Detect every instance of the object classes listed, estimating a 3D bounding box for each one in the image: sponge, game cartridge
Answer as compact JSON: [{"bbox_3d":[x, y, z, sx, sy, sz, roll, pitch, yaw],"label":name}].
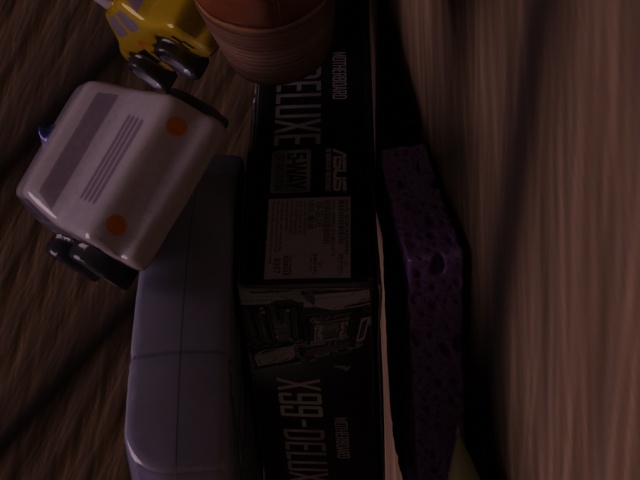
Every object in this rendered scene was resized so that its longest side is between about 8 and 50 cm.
[{"bbox_3d":[0.059,0.064,0.737,0.117,0.031,0.210,-101,5,-58],"label":"sponge"},{"bbox_3d":[-0.064,0.081,0.719,0.294,0.060,0.196,-93,3,-58],"label":"game cartridge"}]

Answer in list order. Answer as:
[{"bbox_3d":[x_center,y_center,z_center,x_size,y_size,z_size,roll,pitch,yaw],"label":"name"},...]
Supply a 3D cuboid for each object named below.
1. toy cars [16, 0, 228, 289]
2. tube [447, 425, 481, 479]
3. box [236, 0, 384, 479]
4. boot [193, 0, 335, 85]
[{"bbox_3d":[-0.110,-0.102,0.744,0.176,0.087,0.394,-48,20,31],"label":"toy cars"},{"bbox_3d":[0.076,0.205,0.572,0.070,0.062,0.240,-44,30,30],"label":"tube"},{"bbox_3d":[0.000,0.000,0.828,0.307,0.076,0.242,-90,-3,-45],"label":"box"},{"bbox_3d":[-0.056,-0.229,0.560,0.220,0.109,0.283,81,179,-70],"label":"boot"}]
